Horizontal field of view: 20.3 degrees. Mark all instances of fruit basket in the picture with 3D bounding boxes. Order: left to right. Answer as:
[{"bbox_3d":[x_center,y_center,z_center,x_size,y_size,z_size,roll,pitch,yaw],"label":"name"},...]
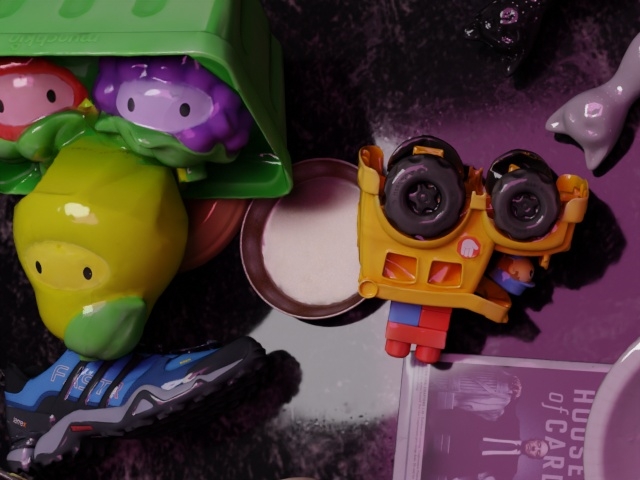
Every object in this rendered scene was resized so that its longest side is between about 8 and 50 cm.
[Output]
[{"bbox_3d":[-0.224,-0.084,1.784,0.392,0.283,0.392,-9,55,13],"label":"fruit basket"}]

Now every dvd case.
[{"bbox_3d":[0.189,0.202,1.733,0.238,0.029,0.179,2,80,20],"label":"dvd case"}]

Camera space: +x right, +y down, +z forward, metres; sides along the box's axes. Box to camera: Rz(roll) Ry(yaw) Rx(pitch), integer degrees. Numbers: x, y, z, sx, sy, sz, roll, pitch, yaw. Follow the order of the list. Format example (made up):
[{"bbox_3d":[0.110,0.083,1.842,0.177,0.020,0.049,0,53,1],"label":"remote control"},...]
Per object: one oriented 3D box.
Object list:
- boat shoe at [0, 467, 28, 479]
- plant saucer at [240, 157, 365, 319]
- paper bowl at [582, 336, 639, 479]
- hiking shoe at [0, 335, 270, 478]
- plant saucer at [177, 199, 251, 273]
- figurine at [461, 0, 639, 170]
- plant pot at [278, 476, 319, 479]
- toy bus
[{"bbox_3d":[-0.316,0.289,1.870,0.227,0.068,0.081,23,87,22],"label":"boat shoe"},{"bbox_3d":[0.000,0.000,1.841,0.168,0.029,0.168,-4,77,18],"label":"plant saucer"},{"bbox_3d":[0.385,0.190,1.584,0.284,0.148,0.284,2,95,23],"label":"paper bowl"},{"bbox_3d":[-0.201,0.141,1.836,0.304,0.113,0.132,-21,73,14],"label":"hiking shoe"},{"bbox_3d":[-0.169,-0.063,1.909,0.200,0.037,0.200,-4,78,19],"label":"plant saucer"},{"bbox_3d":[0.274,-0.204,1.760,0.209,0.092,0.215,-43,74,15],"label":"figurine"},{"bbox_3d":[0.021,0.389,1.621,0.334,0.334,0.305,-50,57,4],"label":"plant pot"},{"bbox_3d":[0.137,0.016,1.732,0.220,0.149,0.211,7,101,2],"label":"toy bus"}]
